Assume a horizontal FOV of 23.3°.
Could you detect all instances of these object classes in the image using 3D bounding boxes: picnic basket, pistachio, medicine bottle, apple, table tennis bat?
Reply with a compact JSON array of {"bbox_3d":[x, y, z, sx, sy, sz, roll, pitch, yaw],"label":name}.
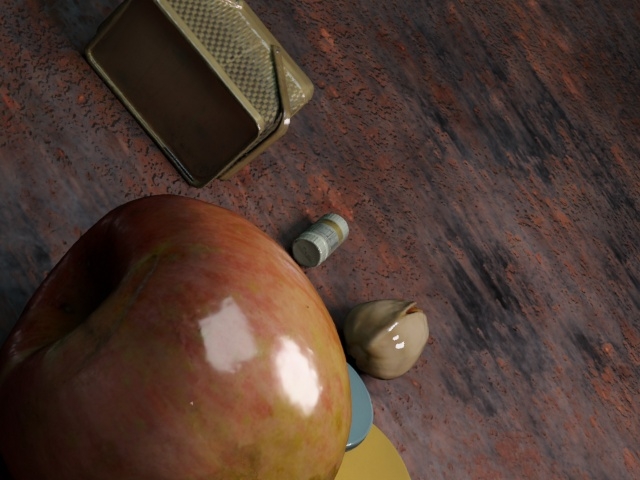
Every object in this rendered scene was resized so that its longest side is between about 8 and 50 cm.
[{"bbox_3d":[-0.153,-0.215,1.991,0.267,0.165,0.139,50,40,0],"label":"picnic basket"},{"bbox_3d":[0.086,0.121,2.000,0.113,0.113,0.149,53,33,3],"label":"pistachio"},{"bbox_3d":[0.000,0.000,2.063,0.047,0.047,0.083,49,38,-2],"label":"medicine bottle"},{"bbox_3d":[-0.139,0.153,1.565,0.364,0.364,0.364,26,44,-28],"label":"apple"},{"bbox_3d":[-0.011,0.159,1.913,0.149,0.038,0.237,10,47,-28],"label":"table tennis bat"},{"bbox_3d":[0.057,0.334,1.847,0.198,0.050,0.321,-9,63,-47],"label":"table tennis bat"}]
